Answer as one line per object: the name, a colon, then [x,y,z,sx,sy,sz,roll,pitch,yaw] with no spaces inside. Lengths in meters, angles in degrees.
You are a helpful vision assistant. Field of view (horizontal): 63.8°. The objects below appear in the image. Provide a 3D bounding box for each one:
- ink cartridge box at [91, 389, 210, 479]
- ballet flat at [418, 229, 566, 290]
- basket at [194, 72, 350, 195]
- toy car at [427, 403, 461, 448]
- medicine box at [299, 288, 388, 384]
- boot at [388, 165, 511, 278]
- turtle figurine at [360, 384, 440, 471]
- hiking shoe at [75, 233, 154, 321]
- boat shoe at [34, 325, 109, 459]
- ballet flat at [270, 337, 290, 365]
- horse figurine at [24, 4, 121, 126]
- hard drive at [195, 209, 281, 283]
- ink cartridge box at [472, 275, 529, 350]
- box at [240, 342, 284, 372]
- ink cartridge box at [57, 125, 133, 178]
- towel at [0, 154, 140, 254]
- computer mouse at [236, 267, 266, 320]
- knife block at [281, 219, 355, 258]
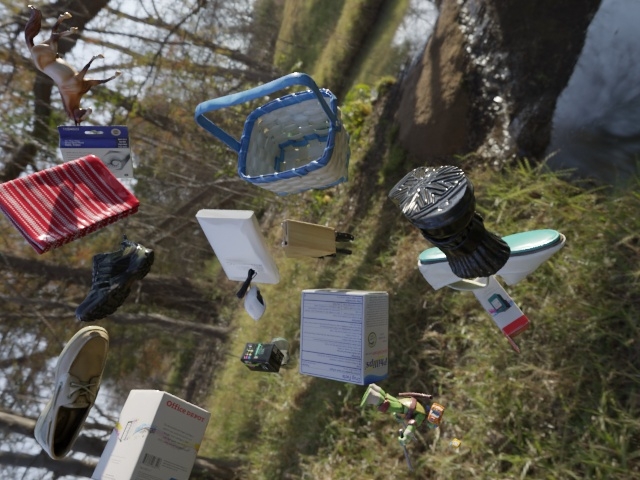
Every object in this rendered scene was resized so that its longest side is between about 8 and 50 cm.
ink cartridge box: [-0.432,0.529,1.335,0.168,0.171,0.232,-11,49,38]
ballet flat: [0.457,0.064,1.377,0.400,0.139,0.139,-12,53,38]
basket: [-0.080,-0.218,1.060,0.289,0.255,0.201,35,-128,-59]
toy car: [0.338,0.502,1.388,0.040,0.122,0.060,-14,-40,-58]
medicine box: [0.077,0.310,1.708,0.264,0.149,0.289,-1,86,39]
boot: [0.281,-0.018,1.029,0.131,0.260,0.348,-40,11,9]
turtle figurine: [0.258,0.630,1.782,0.198,0.266,0.274,-50,-14,-53]
hiking shoe: [-0.500,0.089,1.207,0.227,0.114,0.086,-53,-14,-33]
boat shoe: [-0.555,0.346,1.175,0.098,0.109,0.302,24,90,44]
ballet flat: [-0.146,0.433,1.968,0.213,0.072,0.068,85,176,-62]
horse figurine: [-0.632,-0.440,1.273,0.174,0.263,0.066,-37,22,9]
hard drive: [-0.270,0.025,1.726,0.040,0.203,0.307,-67,-29,-41]
ink cartridge box: [0.544,0.213,1.526,0.078,0.231,0.134,-37,-25,8]
box: [-0.145,0.292,1.281,0.062,0.083,0.052,60,-143,-43]
ink cartridge box: [-0.768,-0.298,1.770,0.224,0.223,0.045,108,153,-53]
towel: [-0.590,-0.097,1.207,0.275,0.199,0.031,-37,-9,-48]
computer mouse: [-0.216,0.173,1.589,0.106,0.042,0.193,-56,31,12]
knife block: [0.000,0.000,1.699,0.275,0.242,0.088,89,177,-77]
